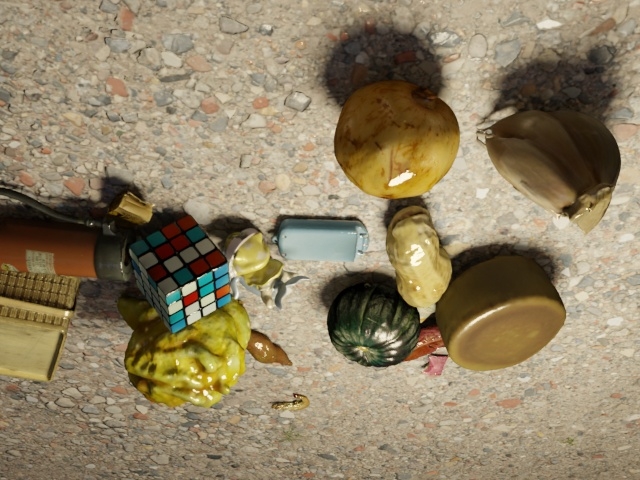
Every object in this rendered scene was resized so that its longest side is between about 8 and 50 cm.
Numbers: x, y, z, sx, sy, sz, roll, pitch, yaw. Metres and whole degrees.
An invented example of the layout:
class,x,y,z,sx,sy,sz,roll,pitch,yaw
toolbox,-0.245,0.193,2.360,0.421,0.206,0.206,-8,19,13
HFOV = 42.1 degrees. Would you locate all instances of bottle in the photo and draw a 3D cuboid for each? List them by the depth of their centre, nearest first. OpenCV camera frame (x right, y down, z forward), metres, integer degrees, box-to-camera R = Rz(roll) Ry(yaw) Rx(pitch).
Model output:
class,x,y,z,sx,sy,sz,roll,pitch,yaw
bottle,0.221,0.181,1.999,0.060,0.060,0.217,16,139,-19

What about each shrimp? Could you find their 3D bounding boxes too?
class,x,y,z,sx,sy,sz,roll,pitch,yaw
shrimp,-0.088,0.468,2.411,0.114,0.023,0.083,-1,140,-7

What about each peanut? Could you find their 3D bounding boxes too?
class,x,y,z,sx,sy,sz,roll,pitch,yaw
peanut,0.207,0.038,1.759,0.130,0.130,0.290,-9,142,13

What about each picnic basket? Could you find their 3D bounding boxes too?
class,x,y,z,sx,sy,sz,roll,pitch,yaw
picnic basket,-0.689,0.175,1.912,0.228,0.175,0.313,13,145,-17

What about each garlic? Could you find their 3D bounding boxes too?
class,x,y,z,sx,sy,sz,roll,pitch,yaw
garlic,0.411,-0.121,1.478,0.238,0.292,0.210,-14,138,-23

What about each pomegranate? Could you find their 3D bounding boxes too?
class,x,y,z,sx,sy,sz,roll,pitch,yaw
pomegranate,0.132,-0.180,1.423,0.215,0.215,0.215,0,143,0

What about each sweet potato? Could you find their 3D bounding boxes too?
class,x,y,z,sx,sy,sz,roll,pitch,yaw
sweet potato,-0.135,0.292,2.147,0.068,0.068,0.226,-21,139,25

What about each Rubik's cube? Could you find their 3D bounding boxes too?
class,x,y,z,sx,sy,sz,roll,pitch,yaw
Rubik's cube,-0.290,0.071,1.735,0.151,0.155,0.154,-31,150,-23

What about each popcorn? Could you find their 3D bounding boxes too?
class,x,y,z,sx,sy,sz,roll,pitch,yaw
popcorn,-0.315,0.219,1.884,0.321,0.290,0.325,14,112,-11

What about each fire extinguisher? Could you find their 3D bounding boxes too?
class,x,y,z,sx,sy,sz,roll,pitch,yaw
fire extinguisher,-0.579,-0.016,1.723,0.376,0.113,0.200,3,103,2

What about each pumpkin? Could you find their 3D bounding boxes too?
class,x,y,z,sx,sy,sz,roll,pitch,yaw
pumpkin,0.122,0.197,1.924,0.221,0.162,0.220,19,141,16

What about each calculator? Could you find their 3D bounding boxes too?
class,x,y,z,sx,sy,sz,roll,pitch,yaw
calculator,0.000,0.000,1.780,0.210,0.039,0.121,2,141,-1

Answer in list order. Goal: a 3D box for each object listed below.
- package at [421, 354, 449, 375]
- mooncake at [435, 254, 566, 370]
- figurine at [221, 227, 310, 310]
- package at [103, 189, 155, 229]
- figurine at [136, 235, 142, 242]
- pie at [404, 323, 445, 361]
class,x,y,z,sx,sy,sz,roll,pitch,yaw
package,0.308,0.332,2.224,0.059,0.029,0.083,5,134,-12
mooncake,0.397,0.161,1.869,0.285,0.155,0.284,-12,141,-10
figurine,-0.131,0.062,1.776,0.209,0.128,0.183,27,152,28
package,-0.389,-0.061,1.694,0.071,0.047,0.131,23,163,-22
figurine,-0.392,0.045,1.831,0.072,0.054,0.129,-8,140,18
pie,0.251,0.252,2.066,0.182,0.049,0.182,-18,160,-7
